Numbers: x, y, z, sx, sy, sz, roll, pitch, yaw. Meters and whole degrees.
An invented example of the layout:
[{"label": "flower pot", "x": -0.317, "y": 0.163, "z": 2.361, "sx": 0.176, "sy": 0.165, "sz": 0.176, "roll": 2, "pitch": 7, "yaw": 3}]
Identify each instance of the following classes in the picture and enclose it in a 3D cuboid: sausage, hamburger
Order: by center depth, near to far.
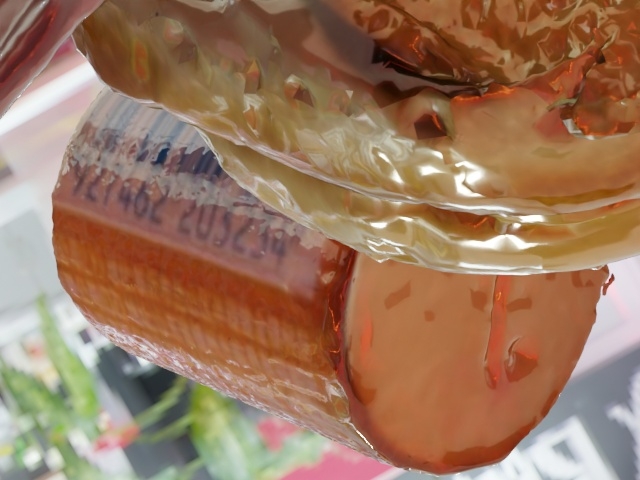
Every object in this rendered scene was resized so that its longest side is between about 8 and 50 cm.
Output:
[{"label": "hamburger", "x": 0.068, "y": -0.129, "z": 0.515, "sx": 0.319, "sy": 0.318, "sz": 0.158, "roll": -30, "pitch": 142, "yaw": 13}, {"label": "sausage", "x": 0.000, "y": 0.000, "z": 1.258, "sx": 0.233, "sy": 0.233, "sz": 0.287, "roll": -28, "pitch": -151, "yaw": -34}]

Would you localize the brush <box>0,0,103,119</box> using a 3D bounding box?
[{"label": "brush", "x": -0.005, "y": -0.100, "z": 0.342, "sx": 0.301, "sy": 0.071, "sz": 0.084, "roll": -53, "pitch": -144, "yaw": 9}]
